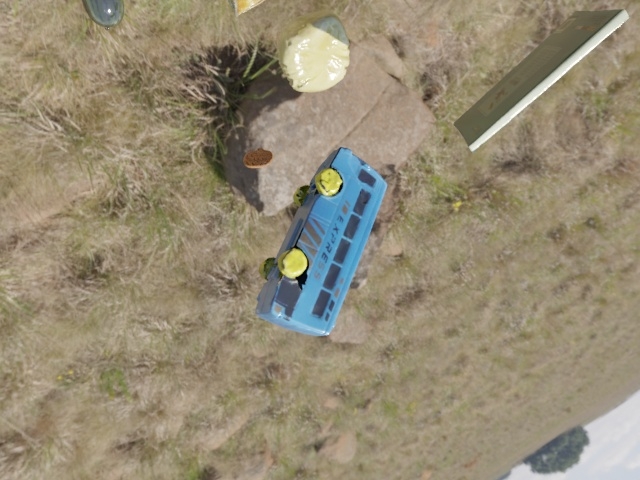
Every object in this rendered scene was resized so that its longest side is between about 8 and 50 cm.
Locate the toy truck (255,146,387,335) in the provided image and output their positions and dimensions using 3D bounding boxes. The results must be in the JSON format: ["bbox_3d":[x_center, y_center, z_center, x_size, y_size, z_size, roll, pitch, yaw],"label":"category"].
[{"bbox_3d":[0.000,0.000,0.942,0.162,0.385,0.161,28,160,-15],"label":"toy truck"}]

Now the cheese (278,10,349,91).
[{"bbox_3d":[-0.018,-0.538,1.311,0.226,0.117,0.214,-35,137,-16],"label":"cheese"}]

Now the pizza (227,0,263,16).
[{"bbox_3d":[-0.155,-0.650,1.066,0.188,0.081,0.204,-40,178,-9],"label":"pizza"}]

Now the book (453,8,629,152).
[{"bbox_3d":[0.475,-0.372,1.050,0.031,0.264,0.379,42,115,-11],"label":"book"}]

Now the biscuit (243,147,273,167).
[{"bbox_3d":[-0.184,-0.247,1.345,0.091,0.078,0.015,-2,146,10],"label":"biscuit"}]

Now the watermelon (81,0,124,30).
[{"bbox_3d":[-0.432,-0.477,0.898,0.078,0.078,0.111,-18,114,-24],"label":"watermelon"}]
